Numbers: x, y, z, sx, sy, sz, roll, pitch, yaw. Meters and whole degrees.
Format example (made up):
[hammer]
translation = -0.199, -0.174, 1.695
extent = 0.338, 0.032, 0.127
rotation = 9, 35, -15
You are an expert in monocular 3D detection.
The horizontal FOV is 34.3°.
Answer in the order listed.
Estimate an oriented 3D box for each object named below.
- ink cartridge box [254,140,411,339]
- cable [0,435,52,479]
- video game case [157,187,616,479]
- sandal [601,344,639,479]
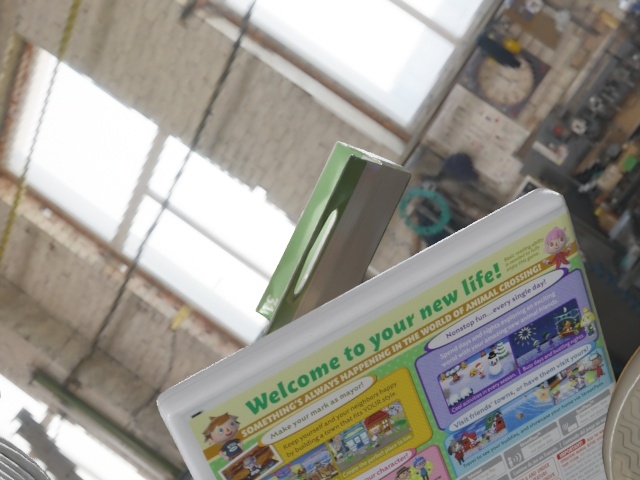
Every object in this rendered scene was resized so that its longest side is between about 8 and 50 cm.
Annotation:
[ink cartridge box]
translation = 0.000, 0.000, 0.893
extent = 0.171, 0.056, 0.235
rotation = -64, -17, 7
[cable]
translation = -0.262, 0.223, 0.593
extent = 0.257, 0.257, 0.089
rotation = -55, 15, 2
[video game case]
translation = 0.053, 0.104, 0.508
extent = 0.212, 0.193, 0.023
rotation = -28, 24, -13
[sandal]
translation = 0.154, 0.045, 0.276
extent = 0.060, 0.090, 0.219
rotation = -26, -4, -39
